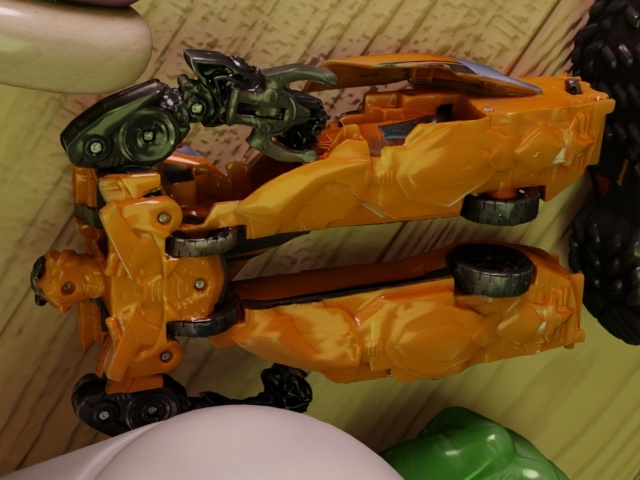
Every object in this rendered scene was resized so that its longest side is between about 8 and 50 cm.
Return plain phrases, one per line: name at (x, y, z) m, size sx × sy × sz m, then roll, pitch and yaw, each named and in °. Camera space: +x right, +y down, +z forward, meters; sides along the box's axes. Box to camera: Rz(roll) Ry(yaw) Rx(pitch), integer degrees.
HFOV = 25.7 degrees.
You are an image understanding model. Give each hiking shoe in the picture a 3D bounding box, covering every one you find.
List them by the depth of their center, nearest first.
hiking shoe at (0.199, -0.058, 0.761) m, size 0.114 × 0.086 × 0.227 m, roll -16°, pitch 124°, yaw -29°

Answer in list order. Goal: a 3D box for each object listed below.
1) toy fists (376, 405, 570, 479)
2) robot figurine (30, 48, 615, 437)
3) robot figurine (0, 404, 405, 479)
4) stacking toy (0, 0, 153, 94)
toy fists at (0.101, 0.215, 0.832) m, size 0.142 × 0.096 × 0.279 m, roll -20°, pitch 121°, yaw 4°
robot figurine at (0.000, 0.000, 0.700) m, size 0.291 × 0.085 × 0.211 m, roll -6°, pitch 115°, yaw -19°
robot figurine at (-0.077, 0.187, 0.623) m, size 0.300 × 0.200 × 0.353 m, roll 30°, pitch 145°, yaw -32°
stacking toy at (-0.098, -0.230, 0.537) m, size 0.141 × 0.141 × 0.330 m, roll 10°, pitch 105°, yaw -24°
